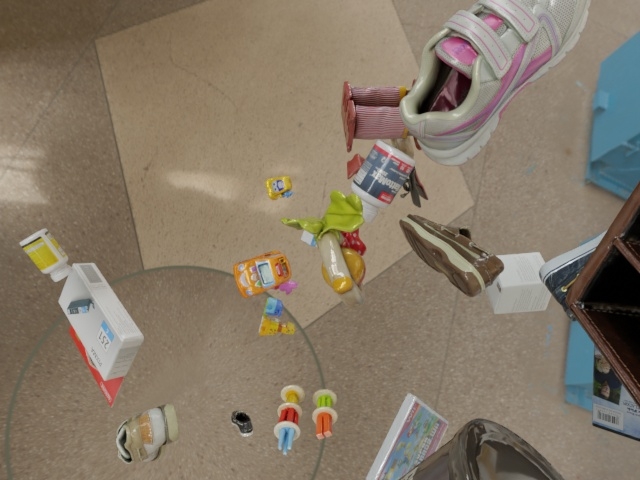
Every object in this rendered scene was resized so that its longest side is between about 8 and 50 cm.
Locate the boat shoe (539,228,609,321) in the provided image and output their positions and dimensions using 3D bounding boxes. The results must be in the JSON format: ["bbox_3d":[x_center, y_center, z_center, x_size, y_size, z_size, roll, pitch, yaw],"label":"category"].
[{"bbox_3d":[0.386,0.033,0.634,0.065,0.183,0.083,34,30,-44],"label":"boat shoe"}]

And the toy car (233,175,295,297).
[{"bbox_3d":[-0.050,-0.008,0.463,0.060,0.041,0.121,5,77,-43],"label":"toy car"}]

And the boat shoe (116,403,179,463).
[{"bbox_3d":[-0.399,0.432,1.093,0.104,0.302,0.113,-5,61,-31],"label":"boat shoe"}]

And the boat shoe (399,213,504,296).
[{"bbox_3d":[0.254,0.012,0.963,0.095,0.095,0.257,-33,40,-5],"label":"boat shoe"}]

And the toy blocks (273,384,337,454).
[{"bbox_3d":[-0.028,0.363,0.983,0.123,0.054,0.148,8,27,0],"label":"toy blocks"}]

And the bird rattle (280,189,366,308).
[{"bbox_3d":[0.027,0.031,0.917,0.143,0.253,0.206,-17,65,2],"label":"bird rattle"}]

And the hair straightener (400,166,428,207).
[{"bbox_3d":[0.314,-0.177,1.692,0.089,0.230,0.047,-47,58,-7],"label":"hair straightener"}]

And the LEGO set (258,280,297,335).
[{"bbox_3d":[-0.110,0.208,1.372,0.093,0.227,0.087,13,37,-7],"label":"LEGO set"}]

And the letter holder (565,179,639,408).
[{"bbox_3d":[0.384,0.075,0.342,0.302,0.151,0.214,8,34,-8],"label":"letter holder"}]

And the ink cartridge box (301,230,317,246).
[{"bbox_3d":[0.000,0.000,1.229,0.083,0.048,0.028,13,102,-36],"label":"ink cartridge box"}]

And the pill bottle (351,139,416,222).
[{"bbox_3d":[0.137,-0.138,1.178,0.108,0.108,0.180,29,106,-4],"label":"pill bottle"}]

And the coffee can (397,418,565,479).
[{"bbox_3d":[0.096,0.320,0.423,0.202,0.275,0.201,36,21,-16],"label":"coffee can"}]

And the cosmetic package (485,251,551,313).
[{"bbox_3d":[0.689,0.150,1.727,0.184,0.151,0.151,-4,42,1],"label":"cosmetic package"}]

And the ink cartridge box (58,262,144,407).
[{"bbox_3d":[-0.593,0.248,1.282,0.296,0.261,0.066,43,25,29],"label":"ink cartridge box"}]

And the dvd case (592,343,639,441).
[{"bbox_3d":[0.544,0.214,0.806,0.022,0.180,0.252,-7,98,-39],"label":"dvd case"}]

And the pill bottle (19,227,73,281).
[{"bbox_3d":[-0.626,0.036,1.134,0.065,0.065,0.116,-38,110,-24],"label":"pill bottle"}]

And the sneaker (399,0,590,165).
[{"bbox_3d":[0.174,-0.193,0.503,0.103,0.252,0.111,43,22,29],"label":"sneaker"}]

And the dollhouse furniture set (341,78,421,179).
[{"bbox_3d":[0.159,-0.251,1.355,0.202,0.374,0.152,-4,57,-4],"label":"dollhouse furniture set"}]

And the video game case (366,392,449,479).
[{"bbox_3d":[0.214,0.487,1.155,0.025,0.285,0.204,19,73,38],"label":"video game case"}]

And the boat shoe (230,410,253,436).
[{"bbox_3d":[-0.204,0.463,1.273,0.046,0.125,0.038,-7,97,-20],"label":"boat shoe"}]
